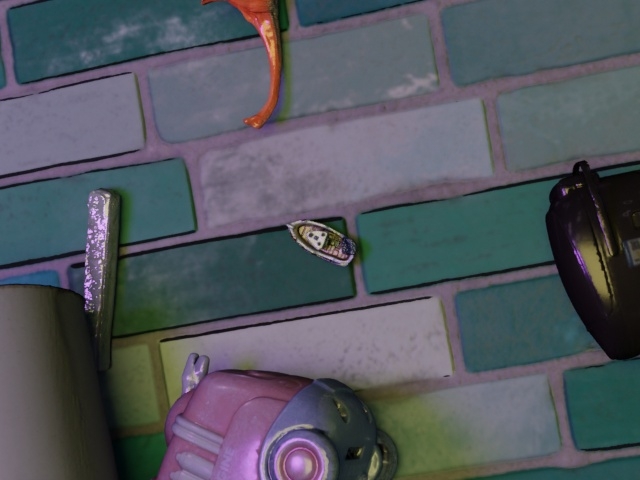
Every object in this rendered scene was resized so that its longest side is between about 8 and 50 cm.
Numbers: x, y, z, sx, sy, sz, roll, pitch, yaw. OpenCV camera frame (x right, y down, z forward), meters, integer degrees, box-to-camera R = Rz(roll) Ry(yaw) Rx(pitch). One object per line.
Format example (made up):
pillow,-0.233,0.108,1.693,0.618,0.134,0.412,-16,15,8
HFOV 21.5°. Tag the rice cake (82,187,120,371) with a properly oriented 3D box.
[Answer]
rice cake,-0.244,0.046,1.860,0.033,0.033,0.208,4,91,23

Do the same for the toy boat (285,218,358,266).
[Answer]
toy boat,0.000,0.000,1.804,0.083,0.038,0.038,24,94,11

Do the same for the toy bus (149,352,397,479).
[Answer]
toy bus,-0.075,0.267,1.745,0.231,0.197,0.294,20,94,22

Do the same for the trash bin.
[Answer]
trash bin,-0.331,0.284,1.729,0.280,0.280,0.432,-14,75,12

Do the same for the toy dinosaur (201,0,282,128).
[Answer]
toy dinosaur,-0.080,-0.263,1.816,0.101,0.055,0.280,9,88,-10

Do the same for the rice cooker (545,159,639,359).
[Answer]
rice cooker,0.296,0.016,1.684,0.118,0.142,0.203,-16,86,0
